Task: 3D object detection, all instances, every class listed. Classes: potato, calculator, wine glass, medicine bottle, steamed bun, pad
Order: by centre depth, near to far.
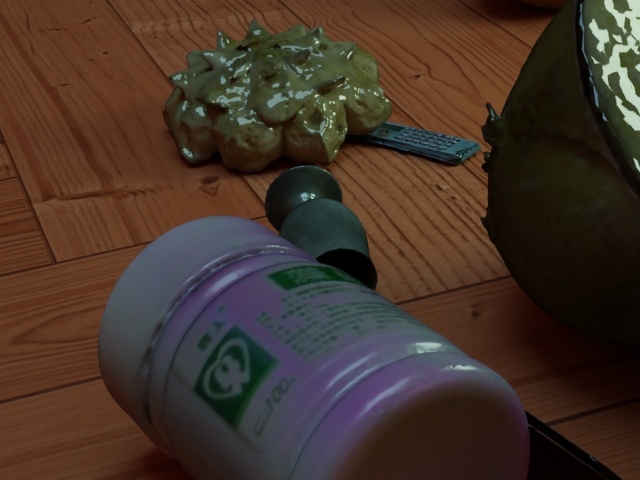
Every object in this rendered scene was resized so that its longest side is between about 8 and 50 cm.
[{"bbox_3d":[-0.013,0.127,1.141,0.212,0.212,0.325,-20,31,-27],"label":"medicine bottle"},{"bbox_3d":[0.176,0.149,1.157,0.006,0.170,0.245,-55,42,-2],"label":"pad"},{"bbox_3d":[0.354,-0.055,1.369,0.442,0.319,0.385,-13,71,-29],"label":"potato"},{"bbox_3d":[0.000,0.000,1.502,0.093,0.093,0.202,-9,26,-8],"label":"wine glass"},{"bbox_3d":[0.113,-0.125,1.802,0.172,0.018,0.057,17,33,37],"label":"calculator"},{"bbox_3d":[-0.054,-0.199,1.836,0.292,0.137,0.295,-16,27,-14],"label":"steamed bun"}]

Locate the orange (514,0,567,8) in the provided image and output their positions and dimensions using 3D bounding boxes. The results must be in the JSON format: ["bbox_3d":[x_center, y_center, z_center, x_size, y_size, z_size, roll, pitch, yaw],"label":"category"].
[{"bbox_3d":[0.350,-0.479,2.176,0.274,0.274,0.274,-4,28,2],"label":"orange"}]
